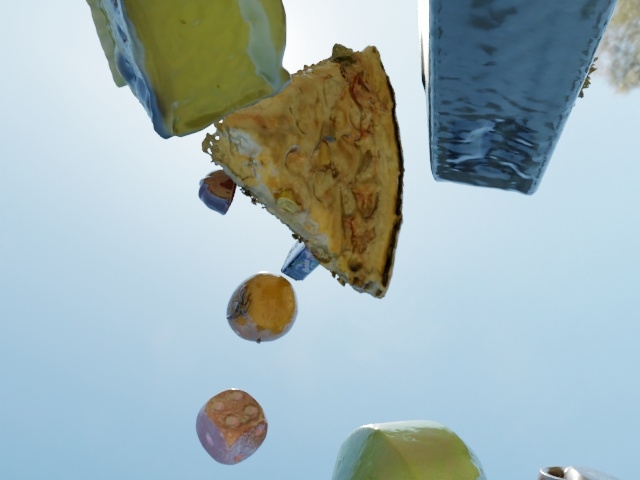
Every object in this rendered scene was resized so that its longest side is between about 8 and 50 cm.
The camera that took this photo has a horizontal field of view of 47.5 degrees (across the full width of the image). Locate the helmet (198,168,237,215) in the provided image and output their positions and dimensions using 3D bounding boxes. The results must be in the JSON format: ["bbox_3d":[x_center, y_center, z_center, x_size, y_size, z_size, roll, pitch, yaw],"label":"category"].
[{"bbox_3d":[-0.188,-0.096,1.298,0.057,0.111,0.089,12,-117,-19],"label":"helmet"}]

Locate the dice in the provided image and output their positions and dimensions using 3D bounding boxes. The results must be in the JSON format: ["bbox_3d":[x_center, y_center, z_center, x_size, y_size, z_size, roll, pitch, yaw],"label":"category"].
[{"bbox_3d":[-0.150,0.315,1.232,0.091,0.094,0.093,-24,-131,-38],"label":"dice"}]

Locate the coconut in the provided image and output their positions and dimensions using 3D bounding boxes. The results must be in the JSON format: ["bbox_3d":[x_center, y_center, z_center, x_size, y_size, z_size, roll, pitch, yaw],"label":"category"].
[{"bbox_3d":[0.151,0.495,1.388,0.329,0.328,0.281,1,-142,-30],"label":"coconut"}]

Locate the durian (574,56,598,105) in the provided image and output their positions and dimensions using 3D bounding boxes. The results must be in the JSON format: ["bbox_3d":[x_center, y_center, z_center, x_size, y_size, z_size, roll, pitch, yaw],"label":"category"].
[{"bbox_3d":[0.322,-0.252,1.143,0.238,0.193,0.137,-15,-96,1],"label":"durian"}]

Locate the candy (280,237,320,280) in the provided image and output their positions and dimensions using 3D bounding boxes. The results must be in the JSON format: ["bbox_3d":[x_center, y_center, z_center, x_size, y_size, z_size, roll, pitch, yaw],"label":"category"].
[{"bbox_3d":[0.000,0.000,1.469,0.061,0.312,0.088,28,-115,-9],"label":"candy"}]

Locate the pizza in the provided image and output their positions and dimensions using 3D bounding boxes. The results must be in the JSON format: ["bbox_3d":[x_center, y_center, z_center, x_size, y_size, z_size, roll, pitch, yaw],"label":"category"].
[{"bbox_3d":[0.039,-0.163,1.244,0.435,0.080,0.391,46,-123,-34],"label":"pizza"}]

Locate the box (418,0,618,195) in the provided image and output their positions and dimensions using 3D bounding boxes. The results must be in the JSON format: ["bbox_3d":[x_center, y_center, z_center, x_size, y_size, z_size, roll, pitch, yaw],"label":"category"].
[{"bbox_3d":[0.137,-0.264,0.458,0.111,0.396,0.396,9,-103,10],"label":"box"}]

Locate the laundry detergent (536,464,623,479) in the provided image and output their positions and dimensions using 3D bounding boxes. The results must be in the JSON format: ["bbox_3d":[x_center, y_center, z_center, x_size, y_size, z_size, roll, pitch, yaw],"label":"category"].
[{"bbox_3d":[0.431,0.423,1.200,0.171,0.076,0.237,19,180,44],"label":"laundry detergent"}]

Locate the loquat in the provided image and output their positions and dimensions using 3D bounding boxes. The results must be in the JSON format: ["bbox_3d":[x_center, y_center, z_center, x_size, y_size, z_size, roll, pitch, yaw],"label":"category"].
[{"bbox_3d":[-0.110,0.130,1.392,0.141,0.141,0.141,16,-133,-18],"label":"loquat"}]

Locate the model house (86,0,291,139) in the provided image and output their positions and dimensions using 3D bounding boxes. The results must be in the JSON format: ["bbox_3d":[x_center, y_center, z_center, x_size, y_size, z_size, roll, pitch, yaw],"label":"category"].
[{"bbox_3d":[-0.161,-0.261,0.789,0.175,0.193,0.234,-25,-134,-16],"label":"model house"}]
